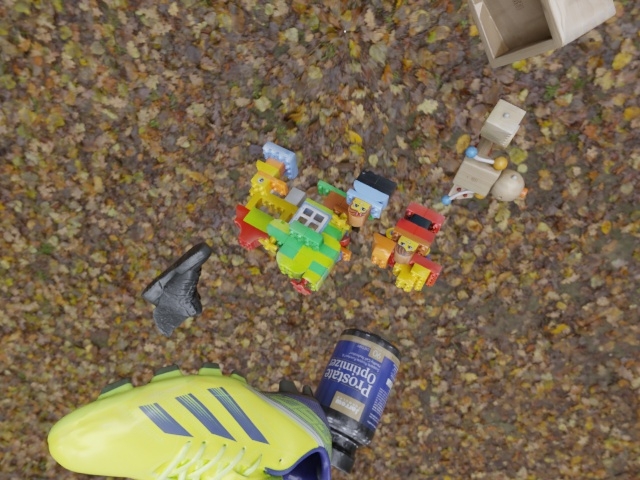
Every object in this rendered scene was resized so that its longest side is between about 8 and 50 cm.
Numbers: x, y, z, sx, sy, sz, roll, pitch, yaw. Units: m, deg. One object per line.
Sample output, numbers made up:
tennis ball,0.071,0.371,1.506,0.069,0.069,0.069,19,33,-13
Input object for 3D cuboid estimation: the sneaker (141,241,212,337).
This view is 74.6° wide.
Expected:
sneaker,-0.211,0.080,0.660,0.170,0.051,0.089,-36,111,16

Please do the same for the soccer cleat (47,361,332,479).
soccer cleat,-0.081,0.186,0.373,0.093,0.121,0.289,-35,143,21

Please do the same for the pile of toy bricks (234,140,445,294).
pile of toy bricks,0.000,0.000,0.384,0.212,0.105,0.118,28,158,16

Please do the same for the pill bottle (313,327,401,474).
pill bottle,0.052,0.278,0.740,0.123,0.219,0.123,22,153,12

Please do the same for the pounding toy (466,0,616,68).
pounding toy,0.264,-0.321,0.475,0.094,0.206,0.181,-32,107,-8

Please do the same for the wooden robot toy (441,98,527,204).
wooden robot toy,0.200,-0.081,0.469,0.079,0.076,0.173,32,157,14
